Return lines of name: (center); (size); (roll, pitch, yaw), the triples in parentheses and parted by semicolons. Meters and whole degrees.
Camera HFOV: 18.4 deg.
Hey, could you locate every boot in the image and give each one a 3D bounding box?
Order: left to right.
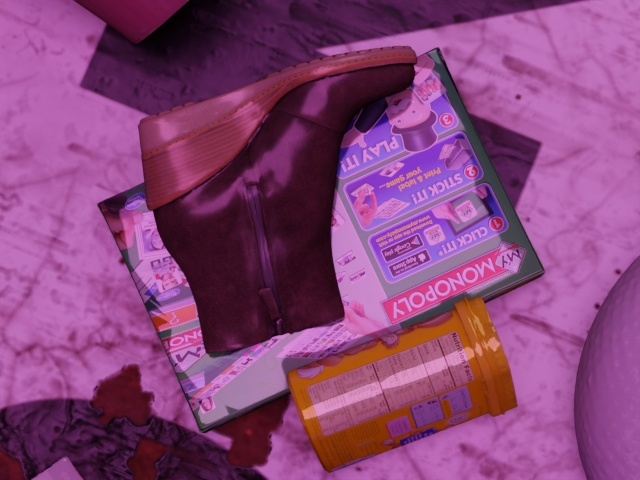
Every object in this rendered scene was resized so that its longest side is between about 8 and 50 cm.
boot: (-0.013, -0.037, 1.617); (0.248, 0.090, 0.207); (-20, 94, -3)

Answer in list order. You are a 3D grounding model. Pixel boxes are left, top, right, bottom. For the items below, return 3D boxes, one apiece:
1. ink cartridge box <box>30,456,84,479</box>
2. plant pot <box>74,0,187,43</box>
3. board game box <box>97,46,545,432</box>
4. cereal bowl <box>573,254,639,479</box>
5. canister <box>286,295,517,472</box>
ink cartridge box: (-0.254, 0.316, 1.634); (0.224, 0.056, 0.181); (-34, 83, -22)
plant pot: (-0.167, -0.272, 1.636); (0.201, 0.201, 0.180); (-44, 100, -4)
board game box: (0.000, 0.000, 1.662); (0.317, 0.046, 0.214); (-24, 83, -2)
cereal bowl: (0.375, 0.138, 1.556); (0.338, 0.141, 0.339); (0, 97, -2)
canister: (0.067, 0.120, 1.606); (0.170, 0.126, 0.073); (-21, 62, 0)
